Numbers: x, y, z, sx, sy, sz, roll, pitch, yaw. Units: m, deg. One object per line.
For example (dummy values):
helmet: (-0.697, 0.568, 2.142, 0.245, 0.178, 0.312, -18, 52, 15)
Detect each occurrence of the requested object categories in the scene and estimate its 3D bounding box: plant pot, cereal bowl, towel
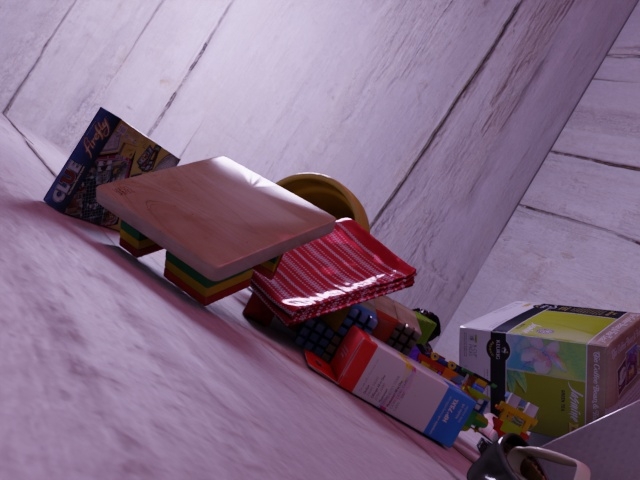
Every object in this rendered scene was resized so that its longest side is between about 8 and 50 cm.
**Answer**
plant pot: (0.000, 0.000, 1.539, 0.254, 0.254, 0.239, 30, 0, 22)
cereal bowl: (0.524, 0.344, 1.141, 0.141, 0.339, 0.339, 64, 12, 22)
towel: (0.002, 0.038, 1.129, 0.275, 0.031, 0.199, -14, 41, -38)

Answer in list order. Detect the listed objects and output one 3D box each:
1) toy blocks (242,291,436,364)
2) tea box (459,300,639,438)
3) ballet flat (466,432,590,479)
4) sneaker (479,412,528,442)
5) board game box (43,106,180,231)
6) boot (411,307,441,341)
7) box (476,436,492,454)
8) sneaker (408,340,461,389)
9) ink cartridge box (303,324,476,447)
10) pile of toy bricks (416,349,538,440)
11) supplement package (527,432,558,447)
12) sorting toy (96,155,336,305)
toy blocks: (0.027, 0.127, 1.192, 0.381, 0.190, 0.261, 30, 10, -4)
tea box: (0.531, 0.281, 1.567, 0.324, 0.220, 0.329, 2, 8, 38)
ballet flat: (0.222, 0.249, 0.622, 0.095, 0.096, 0.280, 32, -2, -21)
sneaker: (0.377, 0.395, 1.448, 0.134, 0.051, 0.070, 27, 6, -38)
board game box: (-0.329, -0.102, 1.133, 0.042, 0.165, 0.243, 30, -2, 12)
boot: (0.221, 0.240, 1.761, 0.207, 0.094, 0.246, -13, -26, 40)
box: (0.291, 0.353, 1.130, 0.067, 0.018, 0.083, 31, -1, 9)
sneaker: (0.212, 0.246, 1.574, 0.293, 0.146, 0.102, 30, -2, 1)
ink cartridge box: (0.094, 0.196, 1.010, 0.231, 0.078, 0.134, 31, -2, -4)
pile of toy bricks: (0.241, 0.272, 1.159, 0.212, 0.105, 0.118, 28, -5, 8)
supplement package: (0.555, 0.474, 1.532, 0.105, 0.105, 0.179, 31, -1, -25)
sorting toy: (-0.157, -0.018, 1.048, 0.257, 0.089, 0.255, 30, 33, 29)
